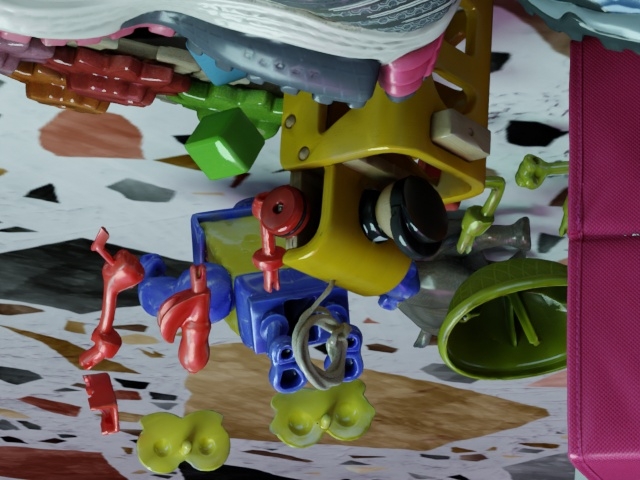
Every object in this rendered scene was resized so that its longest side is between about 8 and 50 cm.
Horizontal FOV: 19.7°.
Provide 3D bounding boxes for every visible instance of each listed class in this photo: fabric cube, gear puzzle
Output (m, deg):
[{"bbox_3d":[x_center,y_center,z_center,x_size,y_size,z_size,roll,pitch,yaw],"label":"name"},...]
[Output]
[{"bbox_3d":[0.296,0.027,1.060,0.258,0.259,0.254,-6,159,22],"label":"fabric cube"},{"bbox_3d":[-0.093,-0.081,1.084,0.339,0.044,0.175,12,176,-25],"label":"gear puzzle"}]

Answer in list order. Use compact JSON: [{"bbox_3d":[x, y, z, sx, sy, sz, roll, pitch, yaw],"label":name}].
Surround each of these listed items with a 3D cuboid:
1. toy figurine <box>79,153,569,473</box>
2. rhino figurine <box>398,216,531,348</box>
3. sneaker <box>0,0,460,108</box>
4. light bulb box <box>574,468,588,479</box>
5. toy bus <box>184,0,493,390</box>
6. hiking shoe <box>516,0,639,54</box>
[{"bbox_3d":[0.000,0.000,1.274,0.363,0.191,0.217,-11,-151,-10],"label":"toy figurine"},{"bbox_3d":[0.109,0.041,1.443,0.106,0.073,0.243,-1,163,4],"label":"rhino figurine"},{"bbox_3d":[-0.077,-0.157,0.843,0.299,0.121,0.112,9,132,-13],"label":"sneaker"},{"bbox_3d":[0.429,0.156,1.481,0.361,0.225,0.358,-4,160,26],"label":"light bulb box"},{"bbox_3d":[0.040,-0.053,0.990,0.104,0.191,0.202,-12,112,40],"label":"toy bus"},{"bbox_3d":[0.213,-0.161,0.795,0.304,0.113,0.132,1,133,29],"label":"hiking shoe"}]
